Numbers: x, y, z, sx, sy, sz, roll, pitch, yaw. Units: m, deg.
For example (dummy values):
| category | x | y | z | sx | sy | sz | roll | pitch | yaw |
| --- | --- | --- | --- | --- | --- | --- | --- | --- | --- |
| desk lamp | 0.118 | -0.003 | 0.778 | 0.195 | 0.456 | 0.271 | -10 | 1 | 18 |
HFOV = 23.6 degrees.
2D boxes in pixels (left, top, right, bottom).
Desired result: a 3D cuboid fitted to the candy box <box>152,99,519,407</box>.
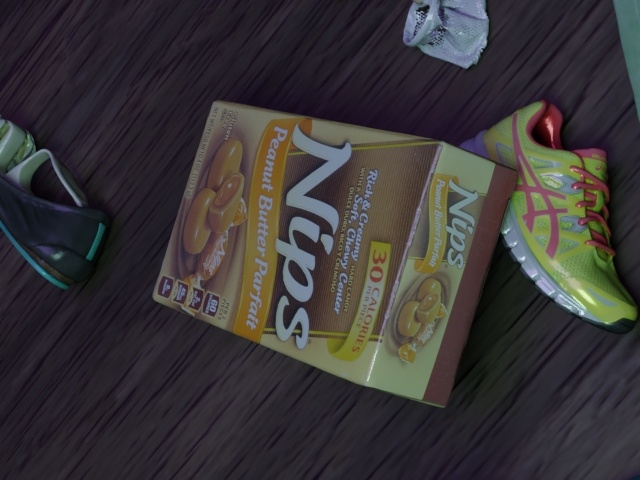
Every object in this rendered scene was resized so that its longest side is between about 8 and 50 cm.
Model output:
| category | x | y | z | sx | sy | sz | roll | pitch | yaw |
| --- | --- | --- | --- | --- | --- | --- | --- | --- | --- |
| candy box | 0.000 | 0.000 | 1.205 | 0.316 | 0.087 | 0.183 | 16 | 89 | 54 |

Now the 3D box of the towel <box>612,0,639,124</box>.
| category | x | y | z | sx | sy | sz | roll | pitch | yaw |
| --- | --- | --- | --- | --- | --- | --- | --- | --- | --- |
| towel | 0.364 | -0.155 | 1.051 | 0.325 | 0.038 | 0.248 | -22 | 64 | 33 |

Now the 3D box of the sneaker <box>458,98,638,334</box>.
| category | x | y | z | sx | sy | sz | roll | pitch | yaw |
| --- | --- | --- | --- | --- | --- | --- | --- | --- | --- |
| sneaker | 0.181 | -0.024 | 1.125 | 0.094 | 0.081 | 0.208 | -41 | 56 | 19 |

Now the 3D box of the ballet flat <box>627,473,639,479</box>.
| category | x | y | z | sx | sy | sz | roll | pitch | yaw |
| --- | --- | --- | --- | --- | --- | --- | --- | --- | --- |
| ballet flat | 0.260 | 0.170 | 1.034 | 0.206 | 0.073 | 0.067 | -37 | 86 | 27 |

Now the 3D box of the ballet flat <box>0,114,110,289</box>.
| category | x | y | z | sx | sy | sz | roll | pitch | yaw |
| --- | --- | --- | --- | --- | --- | --- | --- | --- | --- |
| ballet flat | -0.303 | -0.058 | 1.503 | 0.280 | 0.095 | 0.096 | 36 | 91 | 27 |

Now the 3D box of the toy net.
| category | x | y | z | sx | sy | sz | roll | pitch | yaw |
| --- | --- | --- | --- | --- | --- | --- | --- | --- | --- |
| toy net | 0.058 | -0.227 | 1.295 | 0.122 | 0.045 | 0.232 | -41 | 57 | 21 |
